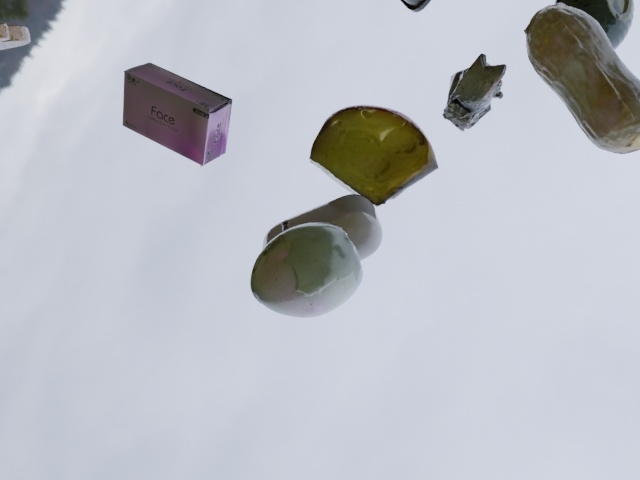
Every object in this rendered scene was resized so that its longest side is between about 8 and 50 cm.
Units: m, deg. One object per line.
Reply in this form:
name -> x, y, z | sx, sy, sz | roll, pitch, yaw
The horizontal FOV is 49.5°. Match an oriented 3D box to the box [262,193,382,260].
box -> 0.000, -0.001, 1.941 | 0.348, 0.141, 0.289 | -23, -158, 6

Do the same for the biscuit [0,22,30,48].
biscuit -> -0.824, -0.468, 1.603 | 0.275, 0.052, 0.355 | -5, -165, 17

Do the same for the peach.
peach -> 0.180, -0.272, 2.223 | 0.306, 0.380, 0.242 | -60, 176, 9

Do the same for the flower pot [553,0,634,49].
flower pot -> 0.674, -0.567, 1.713 | 0.157, 0.189, 0.243 | -24, -123, 61

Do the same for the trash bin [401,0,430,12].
trash bin -> 0.265, -0.924, 2.285 | 0.220, 0.250, 0.219 | -52, -148, 24

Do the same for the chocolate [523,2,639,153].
chocolate -> 0.465, -0.284, 1.204 | 0.134, 0.134, 0.309 | -39, -107, 30

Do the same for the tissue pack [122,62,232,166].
tissue pack -> -0.331, -0.289, 1.592 | 0.246, 0.092, 0.149 | 26, -52, 18

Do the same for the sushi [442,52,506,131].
sushi -> 0.375, -0.357, 1.721 | 0.109, 0.134, 0.273 | -44, -175, -8

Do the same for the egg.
egg -> -0.033, 0.064, 1.356 | 0.217, 0.183, 0.183 | -24, -146, -14
